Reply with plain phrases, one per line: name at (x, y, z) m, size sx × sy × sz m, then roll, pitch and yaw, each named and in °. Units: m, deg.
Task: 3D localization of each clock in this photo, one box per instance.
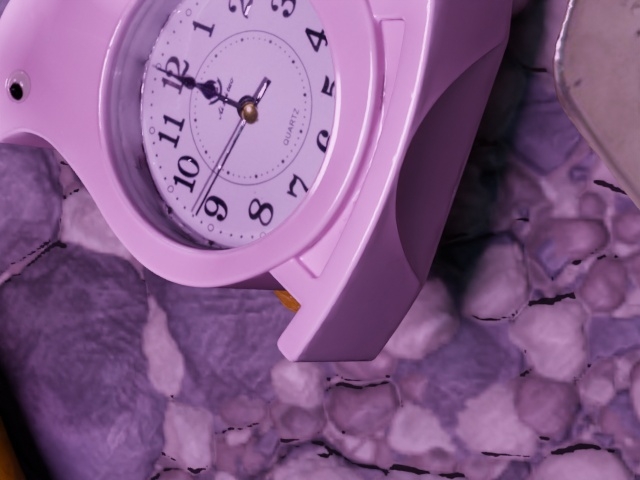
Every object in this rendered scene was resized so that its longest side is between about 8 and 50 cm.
clock at (-0.035, -0.121, 0.967) m, size 0.275 × 0.080 × 0.290 m, roll 30°, pitch 105°, yaw 32°

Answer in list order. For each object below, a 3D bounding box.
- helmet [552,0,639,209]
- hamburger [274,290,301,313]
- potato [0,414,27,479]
helmet at (0.242, -0.069, 0.819) m, size 0.257 × 0.137 × 0.204 m, roll 42°, pitch 118°, yaw 4°
hamburger at (0.000, 0.000, 1.021) m, size 0.076 × 0.044 × 0.083 m, roll -30°, pitch 90°, yaw 31°
potato at (-0.278, 0.159, 1.148) m, size 0.195 × 0.176 × 0.369 m, roll -17°, pitch 90°, yaw 57°
